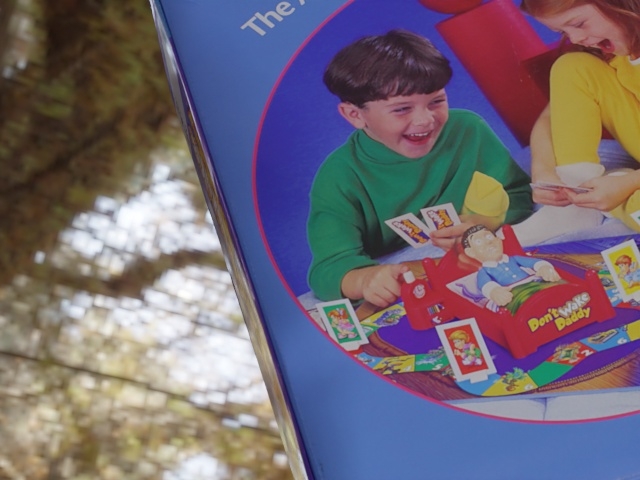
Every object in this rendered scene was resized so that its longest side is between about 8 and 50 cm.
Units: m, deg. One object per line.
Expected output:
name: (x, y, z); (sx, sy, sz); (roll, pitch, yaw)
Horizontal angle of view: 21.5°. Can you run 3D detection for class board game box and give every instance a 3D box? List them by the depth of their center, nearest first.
board game box: (0.139, -0.027, 0.575); (0.347, 0.078, 0.233); (-15, -121, -6)
